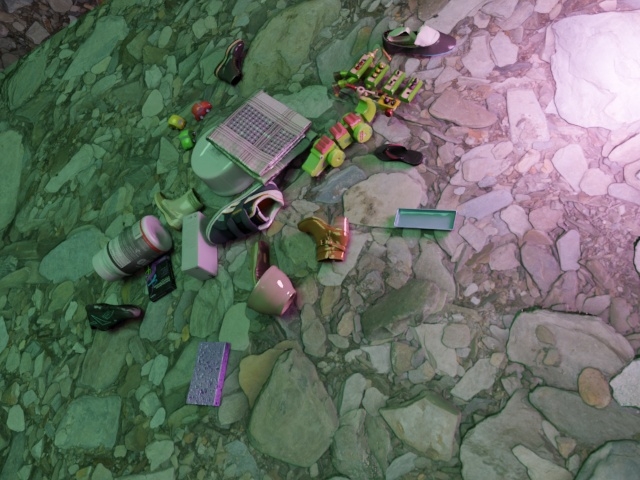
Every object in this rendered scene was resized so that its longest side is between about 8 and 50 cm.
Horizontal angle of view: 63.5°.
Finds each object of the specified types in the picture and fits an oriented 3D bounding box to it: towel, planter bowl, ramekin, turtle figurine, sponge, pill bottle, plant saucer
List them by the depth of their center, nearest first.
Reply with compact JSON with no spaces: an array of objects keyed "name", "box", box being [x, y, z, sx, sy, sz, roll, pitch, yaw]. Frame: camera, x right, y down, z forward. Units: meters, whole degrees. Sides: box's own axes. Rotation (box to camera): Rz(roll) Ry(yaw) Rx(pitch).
[{"name":"plant saucer","box":[0.324,-0.064,1.601,0.192,0.018,0.067,5,70,30]},{"name":"planter bowl","box":[-0.147,0.176,1.673,0.109,0.162,0.162,31,83,9]},{"name":"sponge","box":[-0.374,0.444,1.732,0.117,0.031,0.210,-4,65,27]},{"name":"turtle figurine","box":[0.150,-0.604,1.911,0.218,0.087,0.269,-13,62,23]},{"name":"towel","box":[-0.213,-0.392,1.920,0.324,0.056,0.312,38,68,15]},{"name":"ramekin","box":[-0.375,-0.325,2.037,0.277,0.135,0.277,-12,62,24]},{"name":"pill bottle","box":[-0.747,0.039,2.051,0.283,0.161,0.161,-32,56,12]}]

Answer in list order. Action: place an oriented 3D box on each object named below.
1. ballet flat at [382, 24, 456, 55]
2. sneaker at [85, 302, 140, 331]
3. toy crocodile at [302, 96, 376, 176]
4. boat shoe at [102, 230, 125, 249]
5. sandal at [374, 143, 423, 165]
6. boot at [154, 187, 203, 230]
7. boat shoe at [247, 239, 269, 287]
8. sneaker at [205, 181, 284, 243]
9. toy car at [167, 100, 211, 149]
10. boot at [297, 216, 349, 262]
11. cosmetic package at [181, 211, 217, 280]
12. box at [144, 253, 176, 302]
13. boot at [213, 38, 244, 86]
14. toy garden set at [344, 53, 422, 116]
[{"name":"ballet flat","box":[0.342,-0.719,1.856,0.281,0.096,0.095,11,72,32]},{"name":"sneaker","box":[-0.804,0.299,2.015,0.268,0.101,0.106,-3,85,29]},{"name":"toy crocodile","box":[0.066,-0.365,1.832,0.340,0.105,0.115,-43,54,5]},{"name":"boat shoe","box":[-0.833,0.001,2.166,0.228,0.079,0.081,-37,59,13]},{"name":"sandal","box":[0.259,-0.295,1.732,0.179,0.040,0.067,18,77,34]},{"name":"boot","box":[-0.575,-0.160,2.105,0.165,0.077,0.213,-42,59,6]},{"name":"boat shoe","box":[-0.221,0.093,1.804,0.072,0.068,0.189,-26,46,30]},{"name":"sneaker","box":[-0.273,-0.083,1.871,0.321,0.126,0.127,-41,49,4]},{"name":"toy car","box":[-0.593,-0.504,2.292,0.239,0.053,0.224,-19,59,20]},{"name":"boot","box":[0.000,0.000,1.717,0.197,0.073,0.152,-4,70,30]},{"name":"cosmetic package","box":[-0.450,0.022,1.925,0.086,0.117,0.231,-18,58,21]},{"name":"box","box":[-0.626,0.145,2.015,0.116,0.029,0.162,-32,57,12]},{"name":"boot","box":[-0.372,-0.787,2.304,0.137,0.077,0.197,40,102,32]},{"name":"toy garden set","box":[0.204,-0.544,1.784,0.244,0.049,0.203,29,63,12]}]
